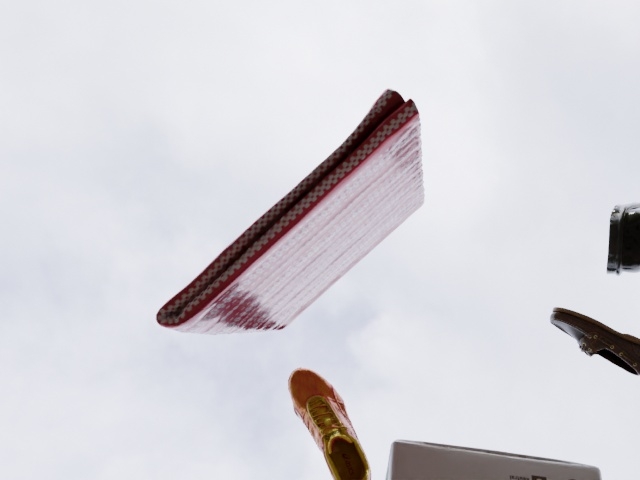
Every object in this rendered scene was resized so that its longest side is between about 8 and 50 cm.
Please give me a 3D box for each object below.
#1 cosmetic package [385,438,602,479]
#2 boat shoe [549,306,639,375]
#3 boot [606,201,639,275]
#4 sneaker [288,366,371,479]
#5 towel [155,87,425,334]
[{"bbox_3d":[0.098,0.334,0.361,0.155,0.197,0.365,7,-139,6],"label":"cosmetic package"},{"bbox_3d":[0.565,0.205,1.266,0.207,0.073,0.073,24,-101,13],"label":"boat shoe"},{"bbox_3d":[0.721,-0.013,1.210,0.348,0.260,0.131,-23,-69,-47],"label":"boot"},{"bbox_3d":[0.015,0.227,0.764,0.064,0.067,0.175,-28,-118,-14],"label":"sneaker"},{"bbox_3d":[0.000,0.000,0.480,0.199,0.275,0.031,-43,-102,2],"label":"towel"}]
